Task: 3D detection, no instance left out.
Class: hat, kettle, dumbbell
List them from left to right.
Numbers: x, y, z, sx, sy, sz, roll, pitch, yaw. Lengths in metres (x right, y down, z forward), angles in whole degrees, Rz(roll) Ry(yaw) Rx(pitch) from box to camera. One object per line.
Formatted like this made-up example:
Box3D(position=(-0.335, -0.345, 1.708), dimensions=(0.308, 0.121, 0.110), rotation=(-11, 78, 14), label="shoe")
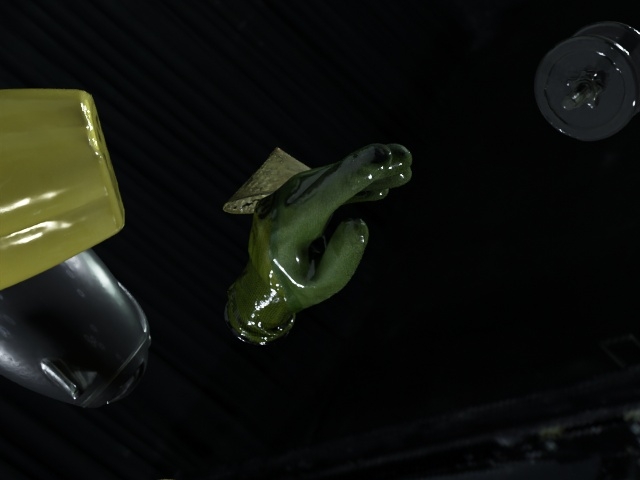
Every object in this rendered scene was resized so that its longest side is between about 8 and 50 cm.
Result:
Box3D(position=(-0.338, 0.079, 1.545), dimensions=(0.207, 0.290, 0.268), rotation=(-47, -171, 21), label="kettle")
Box3D(position=(-0.048, -0.078, 1.421), dimensions=(0.146, 0.146, 0.067), rotation=(-15, -100, 51), label="hat")
Box3D(position=(0.181, -0.105, 0.784), dimensions=(0.069, 0.069, 0.147), rotation=(-32, -178, 32), label="dumbbell")

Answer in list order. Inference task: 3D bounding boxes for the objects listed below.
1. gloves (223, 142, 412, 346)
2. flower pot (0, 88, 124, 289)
Box3D(position=(-0.013, 0.000, 1.120), dimensions=(0.268, 0.107, 0.135), rotation=(-49, -138, 34), label="gloves")
Box3D(position=(-0.275, -0.051, 1.061), dimensions=(0.179, 0.195, 0.195), rotation=(-15, -156, -7), label="flower pot")
